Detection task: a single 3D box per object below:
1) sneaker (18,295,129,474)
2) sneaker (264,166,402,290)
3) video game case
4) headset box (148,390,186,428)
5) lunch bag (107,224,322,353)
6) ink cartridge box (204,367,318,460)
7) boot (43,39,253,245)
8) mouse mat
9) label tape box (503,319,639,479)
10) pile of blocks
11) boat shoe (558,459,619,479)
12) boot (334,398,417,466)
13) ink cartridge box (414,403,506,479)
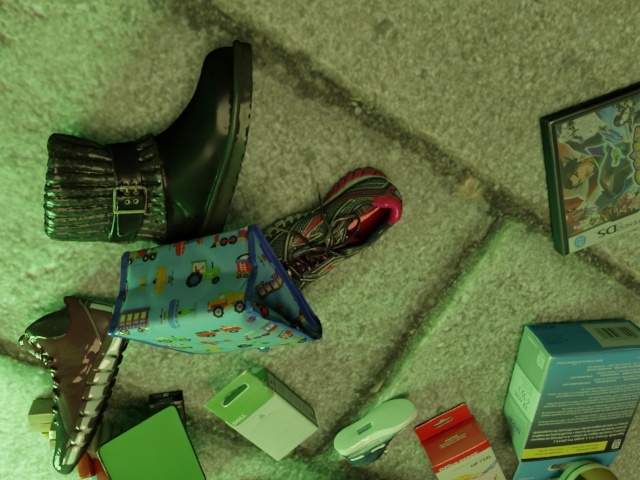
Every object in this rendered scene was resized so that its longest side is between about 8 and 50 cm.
[{"bbox_3d":[-0.422,0.222,0.944,0.162,0.106,0.282,19,80,-9],"label":"sneaker"},{"bbox_3d":[0.000,0.000,0.945,0.299,0.112,0.121,-41,117,10],"label":"sneaker"},{"bbox_3d":[0.531,-0.130,1.045,0.248,0.035,0.275,-20,118,-2],"label":"video game case"},{"bbox_3d":[-0.285,0.326,1.082,0.062,0.032,0.083,-4,114,-11],"label":"headset box"},{"bbox_3d":[-0.140,0.121,0.905,0.220,0.138,0.293,-11,147,17],"label":"lunch bag"},{"bbox_3d":[-0.111,0.317,1.100,0.109,0.062,0.209,-40,117,8],"label":"ink cartridge box"},{"bbox_3d":[-0.244,-0.133,0.816,0.260,0.131,0.348,12,113,-18],"label":"boot"},{"bbox_3d":[-0.298,0.408,1.042,0.152,0.007,0.190,-26,108,-31],"label":"mouse mat"},{"bbox_3d":[0.532,0.344,1.231,0.248,0.115,0.348,-2,119,-11],"label":"label tape box"},{"bbox_3d":[-0.389,0.426,1.062,0.362,0.113,0.149,40,101,-25],"label":"pile of blocks"},{"bbox_3d":[0.510,0.714,1.217,0.186,0.156,0.501,21,99,-23],"label":"boat shoe"},{"bbox_3d":[0.127,0.398,1.197,0.189,0.069,0.086,-29,125,11],"label":"boot"},{"bbox_3d":[0.310,0.479,1.263,0.134,0.078,0.231,-28,117,1],"label":"ink cartridge box"}]
